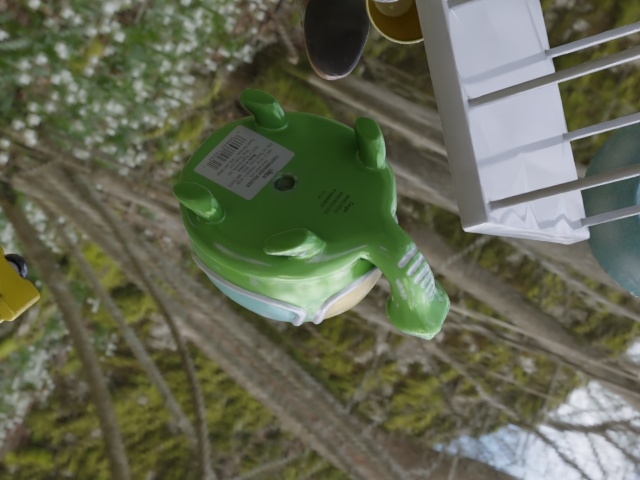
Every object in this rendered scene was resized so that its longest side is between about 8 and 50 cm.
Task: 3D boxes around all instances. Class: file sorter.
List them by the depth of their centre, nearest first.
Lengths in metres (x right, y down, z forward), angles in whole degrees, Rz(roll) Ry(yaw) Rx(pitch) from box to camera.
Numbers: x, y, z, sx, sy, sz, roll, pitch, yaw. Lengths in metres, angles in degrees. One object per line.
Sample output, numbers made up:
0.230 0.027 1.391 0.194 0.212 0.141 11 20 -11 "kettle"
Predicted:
0.178 -0.156 0.786 0.173 0.193 0.278 -16 -100 28 "file sorter"

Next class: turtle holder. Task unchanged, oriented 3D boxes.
-0.003 -0.015 1.431 0.227 0.320 0.243 83 12 -52 "turtle holder"

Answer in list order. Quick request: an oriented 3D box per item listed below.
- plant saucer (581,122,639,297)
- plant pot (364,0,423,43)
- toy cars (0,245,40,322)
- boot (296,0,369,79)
0.347 -0.034 1.156 0.037 0.194 0.195 84 25 -84 "plant saucer"
0.126 -0.382 1.911 0.134 0.134 0.095 -64 -164 9 "plant pot"
-0.463 -0.022 1.262 0.087 0.393 0.176 -37 -133 15 "toy cars"
0.010 -0.377 2.048 0.115 0.112 0.305 126 -31 -52 "boot"
